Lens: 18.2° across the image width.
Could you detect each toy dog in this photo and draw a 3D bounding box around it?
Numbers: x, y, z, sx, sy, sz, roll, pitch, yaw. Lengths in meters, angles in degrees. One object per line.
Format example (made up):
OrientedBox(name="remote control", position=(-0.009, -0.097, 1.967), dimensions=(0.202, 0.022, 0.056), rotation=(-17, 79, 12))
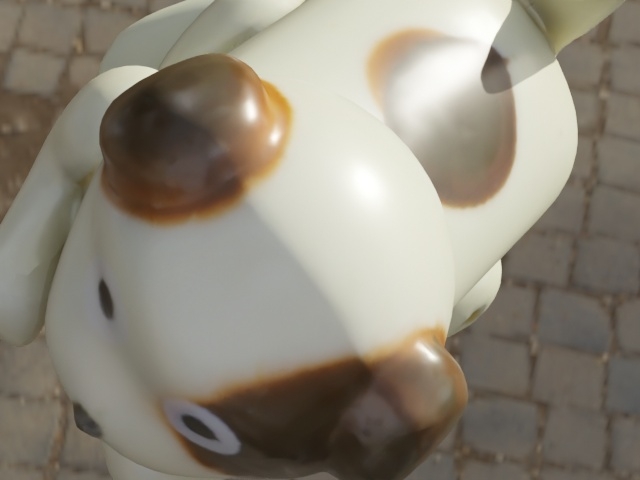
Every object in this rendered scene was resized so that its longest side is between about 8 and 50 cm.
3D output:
OrientedBox(name="toy dog", position=(0.000, 0.000, 1.095), dimensions=(0.395, 0.284, 0.408), rotation=(-22, 11, 20))
